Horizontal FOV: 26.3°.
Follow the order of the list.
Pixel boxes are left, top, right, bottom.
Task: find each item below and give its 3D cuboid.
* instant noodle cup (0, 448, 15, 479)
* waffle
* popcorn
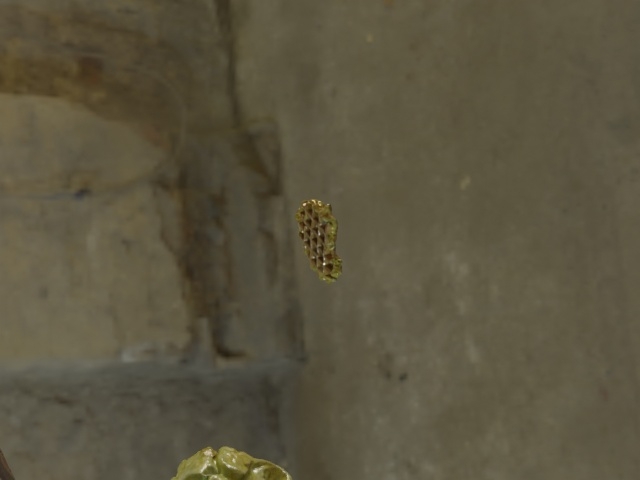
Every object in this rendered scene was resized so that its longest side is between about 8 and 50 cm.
[{"bbox_3d":[-0.310,0.275,1.099,0.207,0.217,0.217,56,139,4],"label":"instant noodle cup"},{"bbox_3d":[-0.001,0.001,1.307,0.078,0.016,0.085,14,118,64],"label":"waffle"},{"bbox_3d":[-0.114,0.303,1.549,0.135,0.162,0.141,36,145,37],"label":"popcorn"}]
